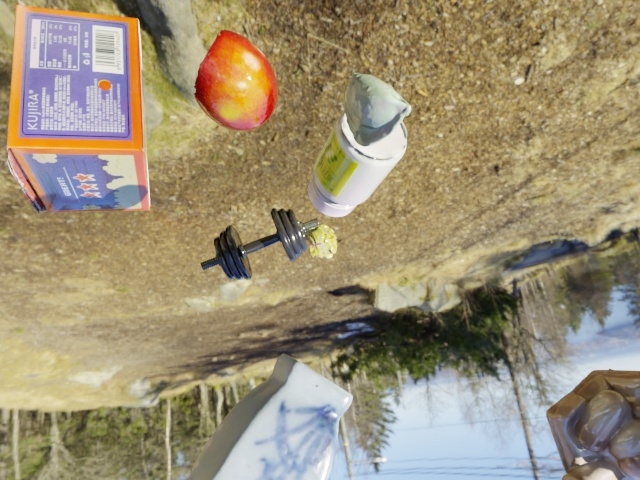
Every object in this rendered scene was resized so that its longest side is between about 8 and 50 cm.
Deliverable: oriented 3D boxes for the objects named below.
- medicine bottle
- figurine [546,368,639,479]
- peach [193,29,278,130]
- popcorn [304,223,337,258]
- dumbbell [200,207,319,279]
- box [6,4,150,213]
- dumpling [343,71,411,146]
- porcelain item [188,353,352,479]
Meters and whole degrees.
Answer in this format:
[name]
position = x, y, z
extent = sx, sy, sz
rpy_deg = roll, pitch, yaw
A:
[medicine bottle]
position = 0.099, -0.236, 1.392
extent = 0.213, 0.213, 0.378
rpy_deg = -1, 157, -18
[figurine]
position = 0.313, 0.164, 0.332
extent = 0.141, 0.162, 0.237
rpy_deg = -25, -172, -37
[peach]
position = -0.204, -0.366, 1.021
extent = 0.190, 0.196, 0.226
rpy_deg = -33, 142, 3
[popcorn]
position = 0.002, 0.000, 1.315
extent = 0.109, 0.097, 0.089
rpy_deg = 36, 120, -5
[dumbbell]
position = -0.101, 0.006, 0.747
extent = 0.208, 0.099, 0.099
rpy_deg = -21, 160, -2
[box]
position = -0.541, -0.280, 1.031
extent = 0.257, 0.348, 0.318
rpy_deg = -2, 162, -21
[dumpling]
position = 0.127, -0.308, 1.050
extent = 0.105, 0.217, 0.149
rpy_deg = -32, 136, -19
[porcelain item]
position = -0.106, 0.433, 0.837
extent = 0.242, 0.405, 0.178
rpy_deg = 34, 161, -7
